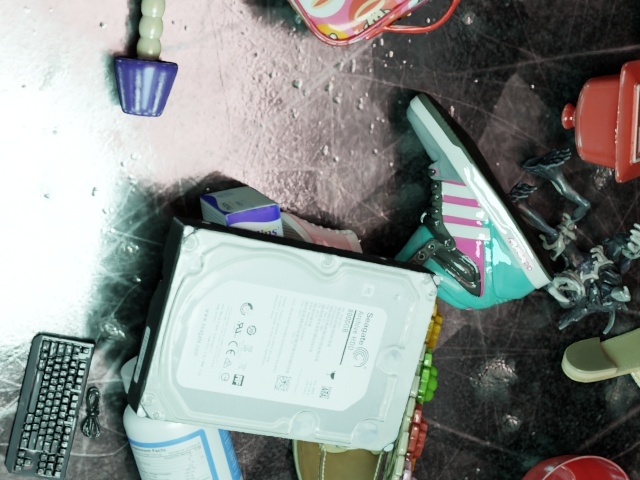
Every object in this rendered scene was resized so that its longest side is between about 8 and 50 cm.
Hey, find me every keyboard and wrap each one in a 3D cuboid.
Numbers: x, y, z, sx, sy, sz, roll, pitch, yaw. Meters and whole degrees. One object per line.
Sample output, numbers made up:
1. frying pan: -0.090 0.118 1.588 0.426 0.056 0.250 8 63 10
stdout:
1. keyboard: -0.320 0.210 1.774 0.108 0.023 0.180 11 98 -23

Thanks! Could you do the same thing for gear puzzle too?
1. gear puzzle: 0.123 0.230 1.845 0.044 0.175 0.339 13 59 0

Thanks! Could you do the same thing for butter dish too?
1. butter dish: 0.383 -0.164 1.919 0.160 0.118 0.160 -18 111 -60

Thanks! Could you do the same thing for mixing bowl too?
1. mixing bowl: 0.344 0.377 2.027 0.181 0.098 0.181 -4 103 -20

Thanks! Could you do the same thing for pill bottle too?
1. pill bottle: -0.175 0.249 1.784 0.124 0.124 0.221 -19 108 -16

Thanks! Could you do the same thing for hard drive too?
1. hard drive: -0.040 0.117 1.704 0.339 0.064 0.237 12 99 -25

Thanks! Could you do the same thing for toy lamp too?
1. toy lamp: -0.198 -0.284 1.684 0.080 0.080 0.275 4 98 -22

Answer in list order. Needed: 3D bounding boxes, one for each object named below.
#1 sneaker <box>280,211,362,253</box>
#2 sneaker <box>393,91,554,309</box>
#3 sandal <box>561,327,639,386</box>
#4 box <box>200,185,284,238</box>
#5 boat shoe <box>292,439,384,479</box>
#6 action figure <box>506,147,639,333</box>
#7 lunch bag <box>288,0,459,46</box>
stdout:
1. sneaker: 0.000 0.000 1.841 0.134 0.051 0.070 43 55 -7
2. sneaker: 0.153 -0.030 1.856 0.178 0.124 0.295 -33 85 15
3. sandal: 0.456 0.181 2.054 0.240 0.088 0.079 -6 135 -13
4. box: -0.091 0.014 1.762 0.072 0.126 0.137 -13 106 -17
5. boat shoe: 0.039 0.219 1.861 0.122 0.120 0.324 -3 102 -21
6. action figure: 0.356 0.019 1.932 0.164 0.141 0.276 -42 109 -10
7. lunch bag: 0.079 -0.369 1.695 0.293 0.120 0.258 -33 93 4
